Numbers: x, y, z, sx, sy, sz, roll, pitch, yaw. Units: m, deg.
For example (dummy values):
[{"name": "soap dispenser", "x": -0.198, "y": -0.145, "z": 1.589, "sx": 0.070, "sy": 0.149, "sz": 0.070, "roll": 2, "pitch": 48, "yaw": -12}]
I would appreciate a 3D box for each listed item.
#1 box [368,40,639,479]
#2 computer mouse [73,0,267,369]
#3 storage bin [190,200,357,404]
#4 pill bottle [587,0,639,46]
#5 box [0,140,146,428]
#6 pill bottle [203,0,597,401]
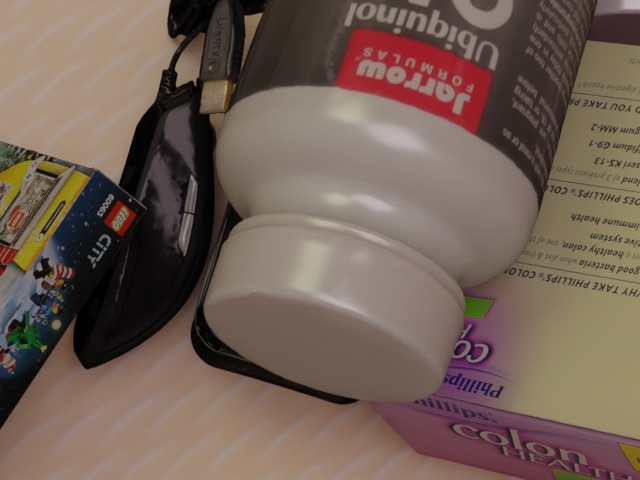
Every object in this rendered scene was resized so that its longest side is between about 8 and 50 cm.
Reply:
[{"name": "box", "x": 0.169, "y": 0.017, "z": 1.081, "sx": 0.213, "sy": 0.117, "sz": 0.243, "roll": 10, "pitch": 65, "yaw": 32}, {"name": "computer mouse", "x": -0.074, "y": -0.046, "z": 1.106, "sx": 0.060, "sy": 0.184, "sz": 0.262, "roll": 18, "pitch": 79, "yaw": -16}, {"name": "storage bin", "x": 0.000, "y": 0.000, "z": 1.150, "sx": 0.122, "sy": 0.084, "sz": 0.180, "roll": 17, "pitch": 80, "yaw": -2}, {"name": "pill bottle", "x": 0.194, "y": -0.247, "z": 1.184, "sx": 0.136, "sy": 0.136, "sz": 0.245, "roll": 2, "pitch": 80, "yaw": -5}, {"name": "box", "x": -0.215, "y": 0.053, "z": 1.083, "sx": 0.044, "sy": 0.159, "sz": 0.233, "roll": 40, "pitch": 77, "yaw": -33}, {"name": "pill bottle", "x": 0.046, "y": -0.081, "z": 1.018, "sx": 0.176, "sy": 0.176, "sz": 0.318, "roll": 19, "pitch": 67, "yaw": -2}]
